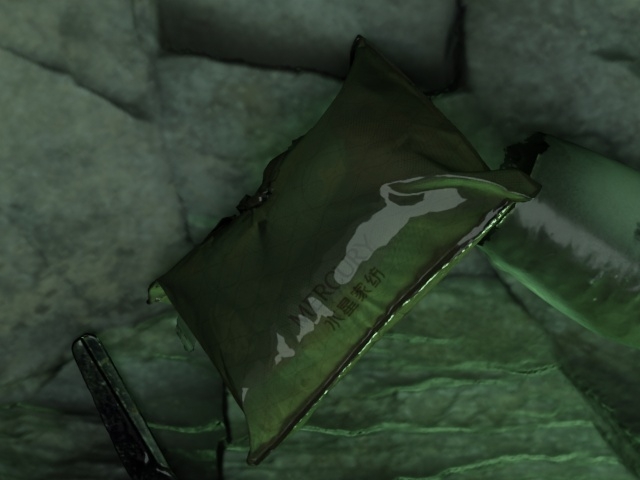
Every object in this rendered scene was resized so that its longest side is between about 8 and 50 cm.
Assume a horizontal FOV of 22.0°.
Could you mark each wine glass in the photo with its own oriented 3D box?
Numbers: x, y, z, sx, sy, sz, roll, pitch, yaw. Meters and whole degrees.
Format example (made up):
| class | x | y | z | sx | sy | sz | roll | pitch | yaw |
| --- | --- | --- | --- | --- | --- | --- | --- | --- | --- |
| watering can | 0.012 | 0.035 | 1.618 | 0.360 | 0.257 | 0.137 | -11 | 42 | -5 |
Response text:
| class | x | y | z | sx | sy | sz | roll | pitch | yaw |
| --- | --- | --- | --- | --- | --- | --- | --- | --- | --- |
| wine glass | 0.205 | 0.010 | 1.118 | 0.204 | 0.111 | 0.111 | 29 | 107 | -13 |

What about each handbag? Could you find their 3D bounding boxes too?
| class | x | y | z | sx | sy | sz | roll | pitch | yaw |
| --- | --- | --- | --- | --- | --- | --- | --- | --- | --- |
| handbag | 0.000 | 0.000 | 1.096 | 0.270 | 0.182 | 0.117 | -47 | 147 | 16 |

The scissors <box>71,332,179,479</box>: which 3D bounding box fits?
| class | x | y | z | sx | sy | sz | roll | pitch | yaw |
| --- | --- | --- | --- | --- | --- | --- | --- | --- | --- |
| scissors | -0.110 | 0.203 | 1.227 | 0.160 | 0.024 | 0.317 | -20 | 111 | 7 |
